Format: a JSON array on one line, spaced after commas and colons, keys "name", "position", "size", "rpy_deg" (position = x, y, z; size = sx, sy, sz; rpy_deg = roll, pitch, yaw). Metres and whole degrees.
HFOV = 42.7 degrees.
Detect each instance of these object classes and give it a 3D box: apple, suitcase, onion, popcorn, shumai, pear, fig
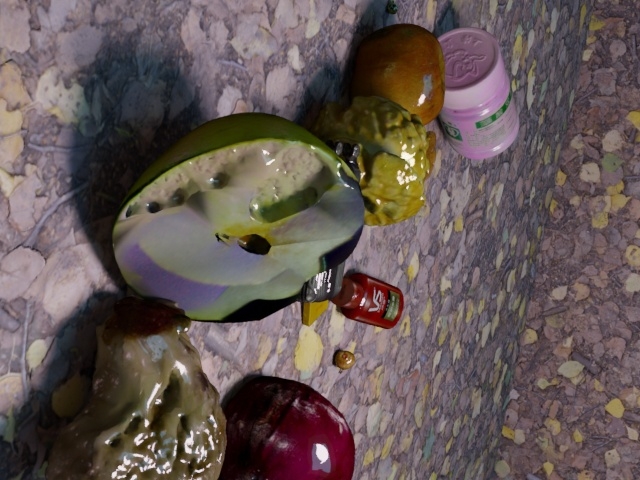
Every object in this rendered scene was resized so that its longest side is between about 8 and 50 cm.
[{"name": "apple", "position": [0.169, -0.356, 1.816], "size": [0.237, 0.207, 0.237], "rpy_deg": [0, 90, -75]}, {"name": "suitcase", "position": [-0.039, -0.043, 1.552], "size": [0.128, 0.202, 0.312], "rpy_deg": [-3, 104, -60]}, {"name": "onion", "position": [-0.052, 0.447, 1.697], "size": [0.282, 0.260, 0.337], "rpy_deg": [-45, 138, -51]}, {"name": "popcorn", "position": [0.107, -0.156, 1.695], "size": [0.282, 0.246, 0.282], "rpy_deg": [-10, 90, -75]}, {"name": "shumai", "position": [-0.252, 0.252, 1.262], "size": [0.346, 0.217, 0.283], "rpy_deg": [1, 108, -59]}, {"name": "pear", "position": [-0.135, -0.058, 1.315], "size": [0.399, 0.398, 0.165], "rpy_deg": [67, 5, -47]}, {"name": "fig", "position": [0.058, 0.306, 2.045], "size": [0.050, 0.050, 0.083], "rpy_deg": [-55, 165, -34]}]

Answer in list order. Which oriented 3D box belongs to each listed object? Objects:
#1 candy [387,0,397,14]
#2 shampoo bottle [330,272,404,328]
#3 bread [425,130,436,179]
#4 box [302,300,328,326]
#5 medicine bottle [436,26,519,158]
[{"name": "candy", "position": [0.163, -0.561, 1.876], "size": [0.023, 0.025, 0.083], "rpy_deg": [-123, -155, -70]}, {"name": "shampoo bottle", "position": [0.118, 0.149, 2.043], "size": [0.314, 0.076, 0.118], "rpy_deg": [25, 83, -61]}, {"name": "bread", "position": [0.245, -0.212, 2.119], "size": [0.140, 0.069, 0.128], "rpy_deg": [-45, 139, -42]}, {"name": "box", "position": [-0.007, 0.110, 1.841], "size": [0.087, 0.023, 0.155], "rpy_deg": [-45, 146, -50]}, {"name": "medicine bottle", "position": [0.405, -0.384, 2.181], "size": [0.212, 0.212, 0.325], "rpy_deg": [-66, 150, -19]}]
